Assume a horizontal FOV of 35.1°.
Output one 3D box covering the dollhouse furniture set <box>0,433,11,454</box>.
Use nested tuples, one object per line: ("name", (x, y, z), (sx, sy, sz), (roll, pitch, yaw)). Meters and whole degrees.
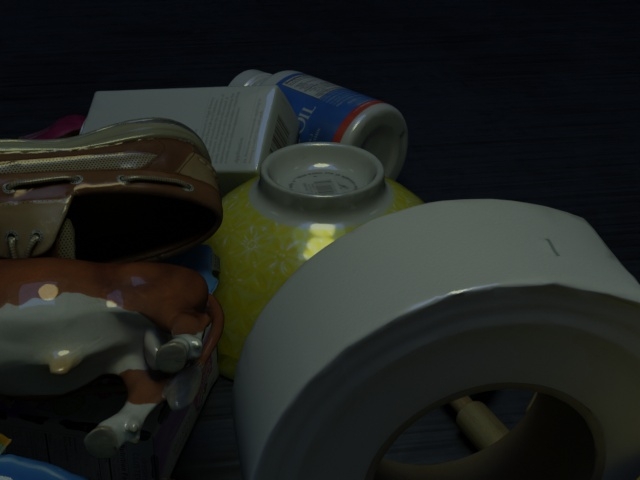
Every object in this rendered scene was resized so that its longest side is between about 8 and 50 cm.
("dollhouse furniture set", (-0.256, 0.117, 0.561), (0.151, 0.059, 0.076), (-14, 4, -4))

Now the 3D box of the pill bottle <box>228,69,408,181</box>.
("pill bottle", (-0.014, -0.133, 1.218), (0.221, 0.124, 0.124), (25, 38, 37))

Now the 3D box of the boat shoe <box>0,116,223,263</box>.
("boat shoe", (-0.229, -0.011, 0.808), (0.324, 0.123, 0.116), (-19, 44, -17))

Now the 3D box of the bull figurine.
("bull figurine", (-0.218, 0.072, 0.698), (0.310, 0.101, 0.188), (-7, 23, -9))

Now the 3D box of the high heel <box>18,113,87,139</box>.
("high heel", (-0.289, -0.090, 1.183), (0.117, 0.082, 0.244), (-17, 21, -10))

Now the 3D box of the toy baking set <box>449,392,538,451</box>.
("toy baking set", (0.205, 0.141, 0.854), (0.196, 0.030, 0.256), (-13, 33, -27))

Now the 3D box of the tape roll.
("tape roll", (0.089, 0.118, 0.634), (0.286, 0.286, 0.100), (-4, 30, -9))

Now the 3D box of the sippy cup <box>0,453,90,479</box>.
("sippy cup", (-0.155, 0.208, 0.453), (0.305, 0.224, 0.240), (-18, 64, -26))

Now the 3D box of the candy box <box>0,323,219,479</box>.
("candy box", (-0.199, 0.121, 0.832), (0.196, 0.070, 0.165), (6, 30, 9))

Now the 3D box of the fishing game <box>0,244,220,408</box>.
("fishing game", (-0.178, 0.041, 0.862), (0.189, 0.041, 0.264), (-7, 39, -9))

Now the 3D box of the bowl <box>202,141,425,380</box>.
("bowl", (0.000, 0.000, 0.961), (0.289, 0.156, 0.289), (0, 31, 0))

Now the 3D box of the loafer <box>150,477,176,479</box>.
("loafer", (-0.229, 0.207, 0.625), (0.365, 0.130, 0.134), (-7, 32, -13))

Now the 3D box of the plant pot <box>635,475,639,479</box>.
("plant pot", (0.269, 0.226, 0.519), (0.253, 0.254, 0.239), (-12, 16, -20))

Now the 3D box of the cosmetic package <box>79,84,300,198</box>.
("cosmetic package", (-0.150, -0.102, 1.129), (0.231, 0.085, 0.117), (1, 62, 21))
